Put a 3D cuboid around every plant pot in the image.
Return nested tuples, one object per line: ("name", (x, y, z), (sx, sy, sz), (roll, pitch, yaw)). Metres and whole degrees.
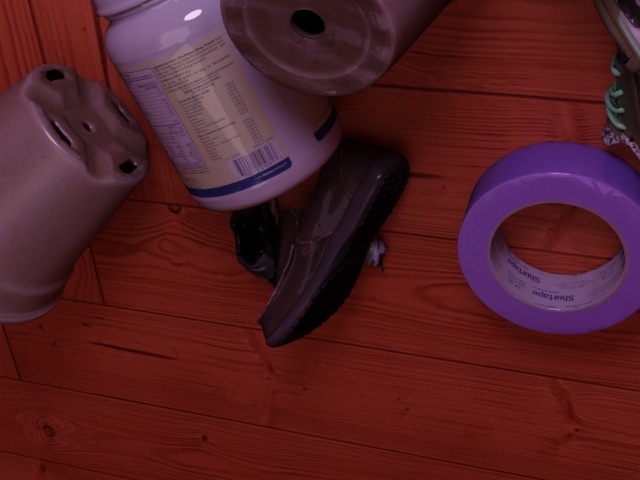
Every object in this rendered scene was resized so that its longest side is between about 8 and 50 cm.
("plant pot", (-0.437, -0.091, 1.423), (0.305, 0.334, 0.334), (-37, 106, 25))
("plant pot", (0.024, -0.322, 1.023), (0.323, 0.280, 0.323), (14, 144, 11))

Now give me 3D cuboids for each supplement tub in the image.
("supplement tub", (-0.135, -0.227, 1.230), (0.235, 0.235, 0.324), (-13, 119, 28))

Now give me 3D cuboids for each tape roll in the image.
("tape roll", (0.337, 0.000, 1.315), (0.275, 0.090, 0.274), (10, 129, 13))

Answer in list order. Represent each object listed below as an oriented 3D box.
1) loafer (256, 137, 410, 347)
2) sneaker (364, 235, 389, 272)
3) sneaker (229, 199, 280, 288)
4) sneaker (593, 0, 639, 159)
("loafer", (0.000, 0.000, 1.406), (0.130, 0.134, 0.366), (38, 111, 21))
("sneaker", (0.070, 0.031, 1.470), (0.069, 0.038, 0.098), (37, 129, -7))
("sneaker", (-0.084, 0.030, 1.483), (0.078, 0.106, 0.234), (-10, 120, 28))
("sneaker", (0.402, -0.171, 1.143), (0.182, 0.158, 0.410), (-17, 114, 50))
